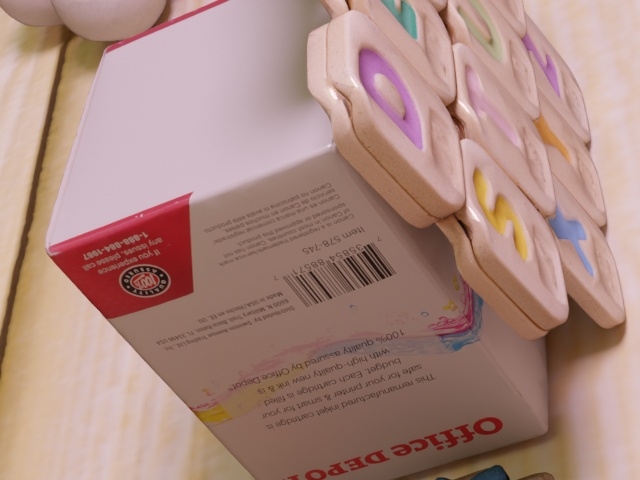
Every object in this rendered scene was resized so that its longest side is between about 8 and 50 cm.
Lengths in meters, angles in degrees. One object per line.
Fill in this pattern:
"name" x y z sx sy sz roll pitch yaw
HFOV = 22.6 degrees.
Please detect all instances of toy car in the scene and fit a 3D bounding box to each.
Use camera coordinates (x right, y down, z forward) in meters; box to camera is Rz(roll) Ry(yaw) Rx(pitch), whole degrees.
"toy car" -0.139 -0.221 1.041 0.136 0.159 0.182 -19 24 -35

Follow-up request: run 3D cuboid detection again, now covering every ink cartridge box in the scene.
"ink cartridge box" 0.000 0.000 0.652 0.128 0.176 0.127 -19 39 23

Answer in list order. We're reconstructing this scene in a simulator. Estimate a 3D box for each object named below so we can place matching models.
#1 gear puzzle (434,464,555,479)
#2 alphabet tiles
"gear puzzle" -0.067 0.177 0.604 0.339 0.044 0.175 -23 28 21
"alphabet tiles" 0.044 -0.098 0.630 0.021 0.278 0.284 -28 37 25
